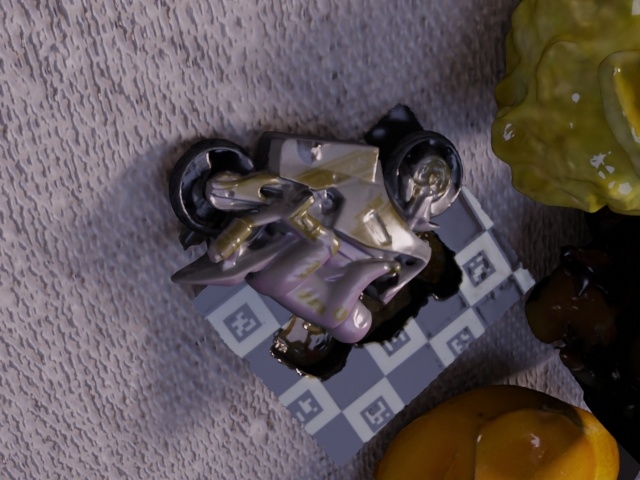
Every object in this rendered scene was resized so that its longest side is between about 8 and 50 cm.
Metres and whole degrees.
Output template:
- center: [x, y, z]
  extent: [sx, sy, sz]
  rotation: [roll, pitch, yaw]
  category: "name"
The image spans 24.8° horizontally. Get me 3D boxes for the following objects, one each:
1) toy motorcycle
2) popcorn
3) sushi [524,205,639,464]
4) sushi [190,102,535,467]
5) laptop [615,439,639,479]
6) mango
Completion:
- center: [0.000, 0.000, 1.017]
  extent: [0.225, 0.073, 0.152]
  rotation: [-4, 102, -26]
  category: "toy motorcycle"
- center: [0.235, -0.112, 1.024]
  extent: [0.235, 0.217, 0.181]
  rotation: [-33, 135, -28]
  category: "popcorn"
- center: [0.290, 0.045, 1.197]
  extent: [0.227, 0.215, 0.212]
  rotation: [-47, 133, 9]
  category: "sushi"
- center: [0.028, 0.031, 1.105]
  extent: [0.215, 0.050, 0.192]
  rotation: [-43, 114, -8]
  category: "sushi"
- center: [0.275, 0.263, 1.523]
  extent: [0.135, 0.016, 0.197]
  rotation: [6, 119, -39]
  category: "laptop"
- center: [0.171, 0.219, 1.317]
  extent: [0.257, 0.138, 0.187]
  rotation: [14, 100, -47]
  category: "mango"
